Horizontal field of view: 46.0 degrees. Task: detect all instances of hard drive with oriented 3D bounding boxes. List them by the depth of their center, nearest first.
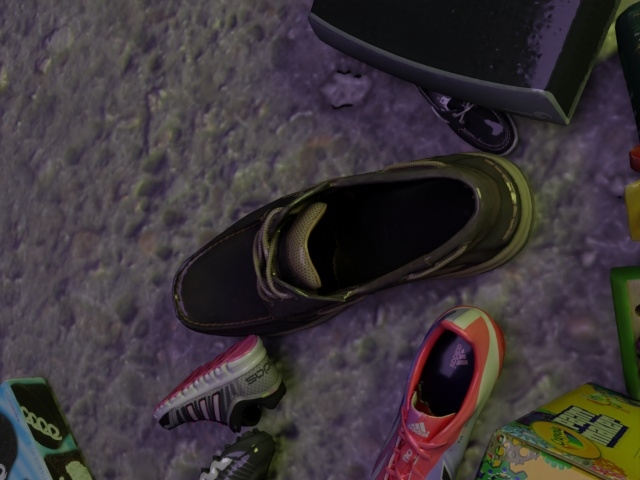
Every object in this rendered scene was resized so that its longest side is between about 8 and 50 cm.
[{"bbox_3d":[0.109,-0.208,0.612,0.255,0.054,0.172,28,106,31],"label":"hard drive"}]

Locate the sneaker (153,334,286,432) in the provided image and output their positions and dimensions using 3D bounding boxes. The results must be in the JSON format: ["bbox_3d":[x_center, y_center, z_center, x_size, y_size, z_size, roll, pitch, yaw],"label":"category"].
[{"bbox_3d":[-0.097,0.157,0.731,0.170,0.063,0.074,-35,95,34],"label":"sneaker"}]

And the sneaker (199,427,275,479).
[{"bbox_3d":[-0.087,0.288,0.711,0.106,0.078,0.234,36,106,23],"label":"sneaker"}]

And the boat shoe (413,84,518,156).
[{"bbox_3d":[0.121,-0.122,0.658,0.046,0.038,0.125,-44,67,20],"label":"boat shoe"}]

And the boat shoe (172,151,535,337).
[{"bbox_3d":[0.000,0.000,0.658,0.356,0.130,0.132,-21,75,25],"label":"boat shoe"}]

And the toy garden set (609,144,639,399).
[{"bbox_3d":[0.312,0.030,0.476,0.244,0.049,0.203,-4,118,27],"label":"toy garden set"}]

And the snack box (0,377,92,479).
[{"bbox_3d":[-0.319,0.338,0.835,0.187,0.060,0.322,-42,68,19],"label":"snack box"}]

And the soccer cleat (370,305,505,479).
[{"bbox_3d":[0.084,0.171,0.618,0.083,0.095,0.248,22,95,28],"label":"soccer cleat"}]

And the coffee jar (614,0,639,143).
[{"bbox_3d":[0.276,-0.085,0.549,0.096,0.079,0.184,-7,81,25],"label":"coffee jar"}]

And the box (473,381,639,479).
[{"bbox_3d":[0.175,0.256,0.451,0.177,0.290,0.279,21,94,28],"label":"box"}]
